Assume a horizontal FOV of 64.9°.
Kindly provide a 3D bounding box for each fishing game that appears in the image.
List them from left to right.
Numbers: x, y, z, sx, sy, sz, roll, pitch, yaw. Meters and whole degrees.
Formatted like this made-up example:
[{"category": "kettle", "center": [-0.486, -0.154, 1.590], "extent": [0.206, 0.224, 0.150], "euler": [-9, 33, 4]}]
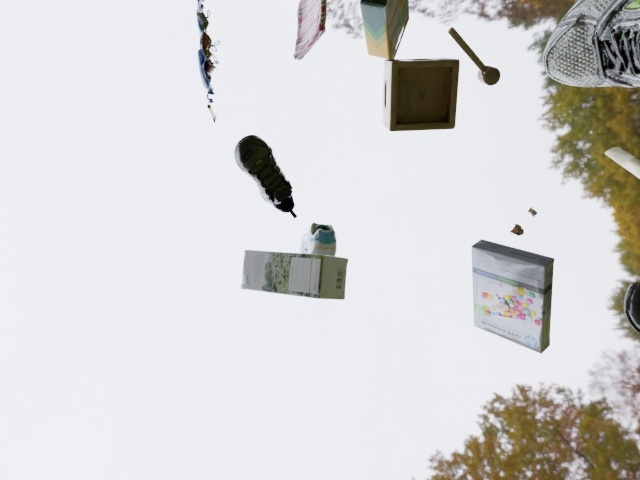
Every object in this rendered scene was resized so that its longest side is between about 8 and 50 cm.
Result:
[{"category": "fishing game", "center": [-0.213, -0.374, 0.967], "extent": [0.041, 0.189, 0.263], "euler": [-5, -89, -8]}]

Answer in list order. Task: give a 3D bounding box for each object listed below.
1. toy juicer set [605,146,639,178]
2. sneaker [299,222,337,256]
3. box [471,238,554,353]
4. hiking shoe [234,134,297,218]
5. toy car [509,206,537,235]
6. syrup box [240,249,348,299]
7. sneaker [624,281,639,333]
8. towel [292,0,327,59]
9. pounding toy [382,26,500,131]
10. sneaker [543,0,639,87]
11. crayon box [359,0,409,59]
[{"category": "toy juicer set", "center": [0.758, -0.175, 1.006], "extent": [0.089, 0.329, 0.209], "euler": [53, -139, -17]}, {"category": "sneaker", "center": [0.000, 0.000, 1.275], "extent": [0.088, 0.229, 0.092], "euler": [5, -82, -12]}, {"category": "box", "center": [0.355, 0.102, 0.939], "extent": [0.038, 0.145, 0.186], "euler": [-29, -58, -32]}, {"category": "hiking shoe", "center": [-0.107, -0.141, 1.116], "extent": [0.086, 0.114, 0.227], "euler": [-44, -35, -8]}, {"category": "toy car", "center": [0.702, -0.063, 1.725], "extent": [0.122, 0.040, 0.060], "euler": [-51, -23, 2]}, {"category": "syrup box", "center": [-0.063, 0.075, 1.129], "extent": [0.096, 0.237, 0.093], "euler": [10, -96, -51]}, {"category": "sneaker", "center": [0.812, 0.182, 1.085], "extent": [0.331, 0.146, 0.122], "euler": [27, -104, -15]}, {"category": "towel", "center": [-0.026, -0.580, 1.289], "extent": [0.029, 0.144, 0.196], "euler": [9, -107, -26]}, {"category": "pounding toy", "center": [0.228, -0.311, 0.968], "extent": [0.206, 0.094, 0.180], "euler": [-3, -68, -3]}, {"category": "sneaker", "center": [0.350, -0.212, 0.503], "extent": [0.146, 0.343, 0.134], "euler": [-36, -73, -10]}, {"category": "crayon box", "center": [0.206, -0.715, 1.566], "extent": [0.323, 0.083, 0.203], "euler": [49, -120, -73]}]
